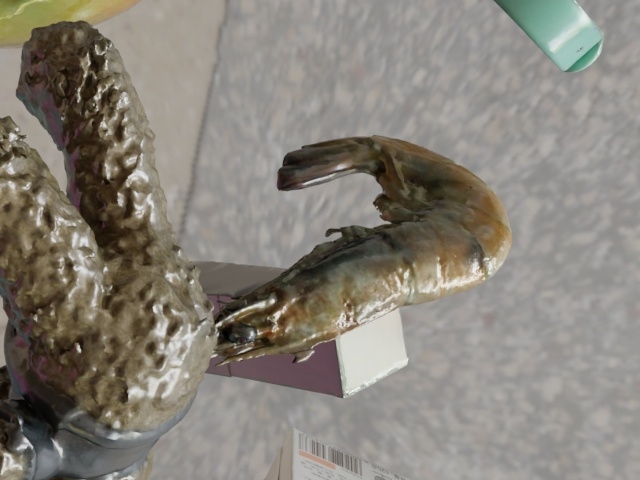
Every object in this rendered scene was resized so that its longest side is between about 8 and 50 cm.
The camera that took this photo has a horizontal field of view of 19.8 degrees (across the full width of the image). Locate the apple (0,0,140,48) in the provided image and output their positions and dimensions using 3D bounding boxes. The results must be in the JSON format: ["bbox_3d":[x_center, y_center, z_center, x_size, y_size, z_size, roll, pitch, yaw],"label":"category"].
[{"bbox_3d":[-0.262,-0.322,1.547,0.339,0.305,0.338,7,121,12],"label":"apple"}]

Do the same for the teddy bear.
[{"bbox_3d":[-0.108,0.043,0.812,0.129,0.182,0.251,17,122,27],"label":"teddy bear"}]

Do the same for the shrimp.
[{"bbox_3d":[0.000,0.000,1.297,0.296,0.058,0.169,-21,51,-30],"label":"shrimp"}]

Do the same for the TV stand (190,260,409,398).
[{"bbox_3d":[-0.056,0.073,1.620,0.088,0.270,0.082,-25,111,-43],"label":"TV stand"}]

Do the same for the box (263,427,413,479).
[{"bbox_3d":[0.045,0.254,1.576,0.199,0.135,0.081,23,107,-6],"label":"box"}]

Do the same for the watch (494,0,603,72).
[{"bbox_3d":[0.173,-0.251,1.683,0.068,0.237,0.195,-44,123,9],"label":"watch"}]
